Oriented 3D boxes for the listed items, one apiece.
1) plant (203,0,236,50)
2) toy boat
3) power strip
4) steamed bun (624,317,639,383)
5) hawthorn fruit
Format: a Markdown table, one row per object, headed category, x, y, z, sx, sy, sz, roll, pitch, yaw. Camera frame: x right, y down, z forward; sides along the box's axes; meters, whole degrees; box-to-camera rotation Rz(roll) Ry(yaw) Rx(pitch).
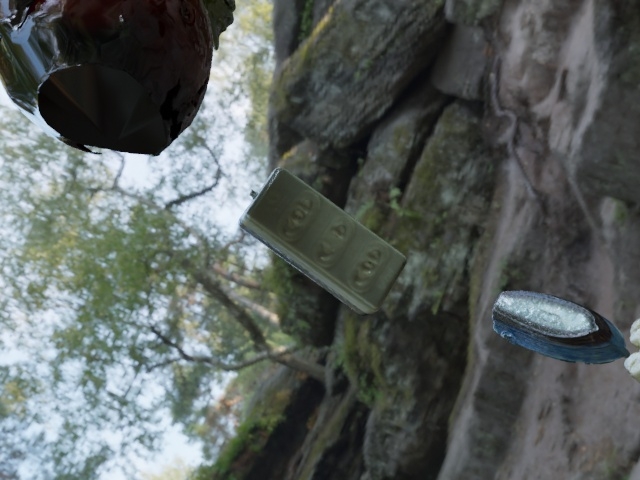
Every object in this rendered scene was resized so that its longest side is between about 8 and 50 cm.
| category | x | y | z | sx | sy | sz | roll | pitch | yaw |
| --- | --- | --- | --- | --- | --- | --- | --- | --- | --- |
| plant | -0.220 | -0.405 | 1.279 | 0.251 | 0.180 | 0.333 | 64 | 178 | -15 |
| toy boat | 0.226 | 0.085 | 0.792 | 0.061 | 0.137 | 0.060 | 47 | -114 | -37 |
| power strip | 0.000 | 0.000 | 1.242 | 0.105 | 0.257 | 0.070 | -57 | 7 | -22 |
| steamed bun | 0.672 | 0.156 | 1.434 | 0.292 | 0.137 | 0.295 | -54 | 6 | 12 |
| hawthorn fruit | -0.273 | -0.245 | 1.063 | 0.316 | 0.316 | 0.315 | -49 | -30 | -42 |
